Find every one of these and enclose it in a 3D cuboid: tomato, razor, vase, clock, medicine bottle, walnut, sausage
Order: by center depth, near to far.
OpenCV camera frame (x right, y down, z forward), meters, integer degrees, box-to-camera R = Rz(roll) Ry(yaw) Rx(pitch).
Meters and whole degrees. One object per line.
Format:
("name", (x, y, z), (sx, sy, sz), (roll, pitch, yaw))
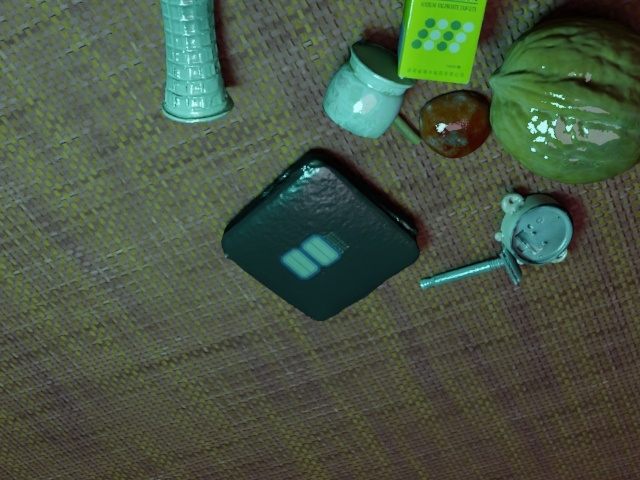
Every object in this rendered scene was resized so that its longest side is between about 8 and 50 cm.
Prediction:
("medicine bottle", (0.220, -0.424, 1.622), (0.137, 0.141, 0.250), (7, 130, 0))
("walnut", (0.473, -0.260, 1.663), (0.333, 0.333, 0.333), (1, 130, 1))
("vase", (-0.242, -0.382, 1.675), (0.143, 0.143, 0.299), (0, 128, 2))
("medicine bottle", (0.095, -0.292, 1.730), (0.147, 0.147, 0.143), (22, 124, -16))
("tomato", (0.277, -0.224, 1.833), (0.155, 0.069, 0.155), (1, 131, 1))
("sausage", (0.160, -0.244, 1.848), (0.024, 0.024, 0.132), (-34, 121, 26))
("clock", (0.476, -0.020, 1.973), (0.155, 0.063, 0.229), (-42, 117, 7))
("razor", (0.342, 0.070, 2.094), (0.232, 0.068, 0.106), (-16, 127, 23))

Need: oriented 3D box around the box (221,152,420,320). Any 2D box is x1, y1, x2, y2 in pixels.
("box", (0.000, 0.000, 2.017), (0.359, 0.091, 0.350), (37, 121, -26))
